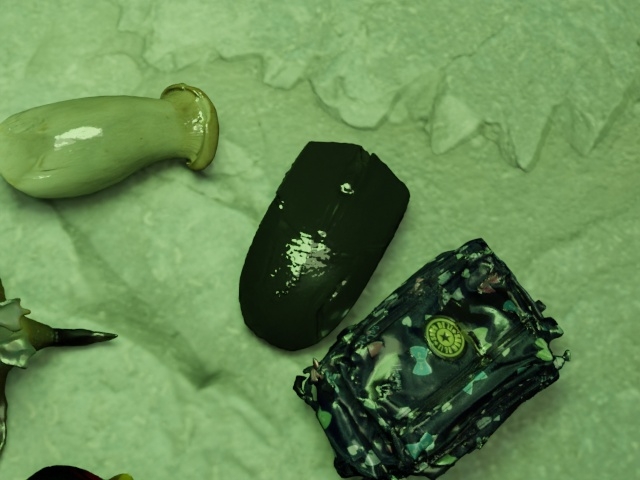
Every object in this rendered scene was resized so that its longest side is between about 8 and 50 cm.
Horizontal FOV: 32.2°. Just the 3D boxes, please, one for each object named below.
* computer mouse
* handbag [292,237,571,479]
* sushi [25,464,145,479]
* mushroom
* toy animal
[{"bbox_3d":[0.000,0.000,1.064,0.122,0.073,0.217,28,68,0],"label":"computer mouse"},{"bbox_3d":[0.109,0.115,1.028,0.260,0.113,0.162,-33,88,-26],"label":"handbag"},{"bbox_3d":[-0.197,0.263,0.899,0.172,0.153,0.150,-35,102,1],"label":"sushi"},{"bbox_3d":[-0.202,-0.095,1.049,0.212,0.097,0.088,-18,120,-21],"label":"mushroom"},{"bbox_3d":[-0.272,0.095,0.953,0.197,0.160,0.272,-1,80,-13],"label":"toy animal"}]
